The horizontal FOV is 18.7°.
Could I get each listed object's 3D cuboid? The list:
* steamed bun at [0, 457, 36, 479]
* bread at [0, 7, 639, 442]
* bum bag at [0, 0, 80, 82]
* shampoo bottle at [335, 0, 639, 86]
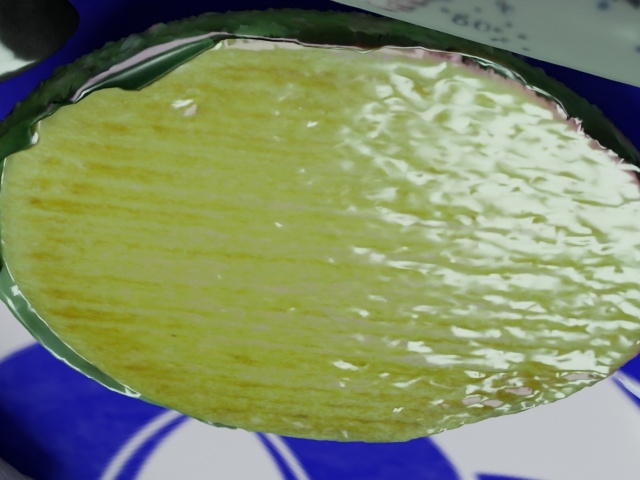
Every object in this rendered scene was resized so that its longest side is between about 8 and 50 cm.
[{"bbox_3d":[-0.289,0.129,0.727,0.247,0.236,0.383,-28,124,36],"label":"steamed bun"},{"bbox_3d":[0.000,0.000,0.632,0.228,0.033,0.228,2,144,1],"label":"bread"},{"bbox_3d":[-0.230,-0.092,0.592,0.326,0.079,0.142,13,130,7],"label":"bum bag"},{"bbox_3d":[0.044,-0.115,0.481,0.359,0.078,0.134,16,126,0],"label":"shampoo bottle"}]
